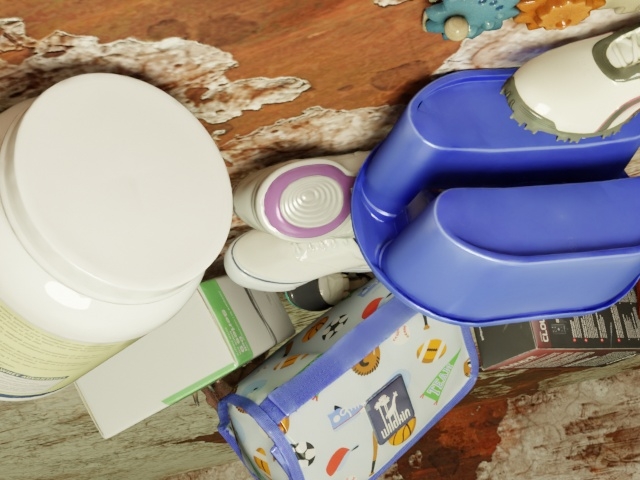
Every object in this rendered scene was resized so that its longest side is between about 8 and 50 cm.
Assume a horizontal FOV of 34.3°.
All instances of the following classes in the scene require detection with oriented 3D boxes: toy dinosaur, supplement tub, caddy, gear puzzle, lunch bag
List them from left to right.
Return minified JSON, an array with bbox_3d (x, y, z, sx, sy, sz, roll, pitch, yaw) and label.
[{"bbox_3d":[-0.249,0.005,0.981,0.235,0.235,0.325,4,157,-36],"label":"supplement tub"},{"bbox_3d":[-0.166,0.231,1.716,0.127,0.295,0.200,-41,-166,13],"label":"toy dinosaur"},{"bbox_3d":[0.037,0.215,1.464,0.328,0.239,0.385,-37,164,-19],"label":"lunch bag"},{"bbox_3d":[0.204,-0.041,1.084,0.341,0.241,0.179,-4,154,-16],"label":"caddy"},{"bbox_3d":[0.258,-0.223,0.874,0.339,0.044,0.175,-8,161,-5],"label":"gear puzzle"}]

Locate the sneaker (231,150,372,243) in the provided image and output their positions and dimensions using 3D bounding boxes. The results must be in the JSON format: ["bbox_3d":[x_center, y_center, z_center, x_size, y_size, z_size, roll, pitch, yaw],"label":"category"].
[{"bbox_3d":[0.038,-0.060,1.194,0.305,0.114,0.152,-2,-176,-31],"label":"sneaker"}]

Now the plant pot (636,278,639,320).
[{"bbox_3d":[0.574,0.011,1.433,0.236,0.267,0.267,3,161,1],"label":"plant pot"}]

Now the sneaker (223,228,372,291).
[{"bbox_3d":[0.000,0.000,1.348,0.258,0.094,0.091,-10,154,-29],"label":"sneaker"}]

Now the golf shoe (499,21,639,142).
[{"bbox_3d":[0.302,-0.175,0.981,0.273,0.105,0.120,-14,152,-14],"label":"golf shoe"}]

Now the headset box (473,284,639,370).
[{"bbox_3d":[0.323,0.068,1.486,0.293,0.218,0.110,3,156,-37],"label":"headset box"}]

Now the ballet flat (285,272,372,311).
[{"bbox_3d":[0.025,0.071,1.575,0.074,0.074,0.203,-20,165,28],"label":"ballet flat"}]

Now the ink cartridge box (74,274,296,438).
[{"bbox_3d":[-0.177,0.141,1.406,0.211,0.121,0.289,-30,176,14],"label":"ink cartridge box"}]
